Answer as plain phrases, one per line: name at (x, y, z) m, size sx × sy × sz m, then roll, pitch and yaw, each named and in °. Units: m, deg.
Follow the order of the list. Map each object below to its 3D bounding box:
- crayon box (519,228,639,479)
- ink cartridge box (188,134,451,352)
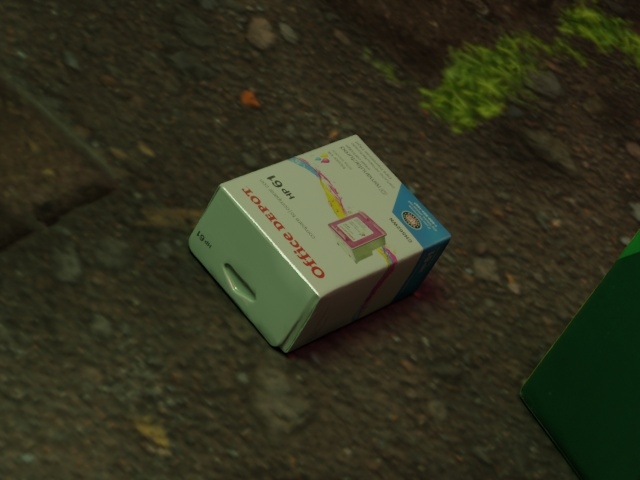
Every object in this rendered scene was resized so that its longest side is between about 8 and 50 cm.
crayon box at (0.333, -0.008, 1.100) m, size 0.363 × 0.313 × 0.106 m, roll -11°, pitch 55°, yaw -41°
ink cartridge box at (0.000, 0.000, 1.074) m, size 0.088 × 0.052 × 0.122 m, roll 47°, pitch 42°, yaw 18°
